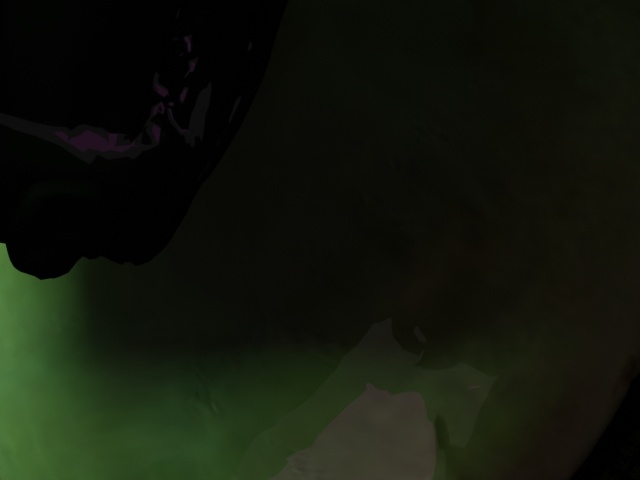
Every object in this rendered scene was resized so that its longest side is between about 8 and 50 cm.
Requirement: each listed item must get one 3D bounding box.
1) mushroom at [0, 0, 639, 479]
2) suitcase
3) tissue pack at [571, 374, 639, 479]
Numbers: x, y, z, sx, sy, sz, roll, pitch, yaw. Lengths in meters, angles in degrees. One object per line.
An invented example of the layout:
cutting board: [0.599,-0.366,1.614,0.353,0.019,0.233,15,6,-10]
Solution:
mushroom: [0.000,0.000,0.725,0.362,0.362,0.294,-29,141,24]
suitcase: [-0.080,-0.201,0.490,0.188,0.345,0.339,14,136,-15]
tissue pack: [0.207,0.125,0.794,0.210,0.370,0.198,33,144,20]
